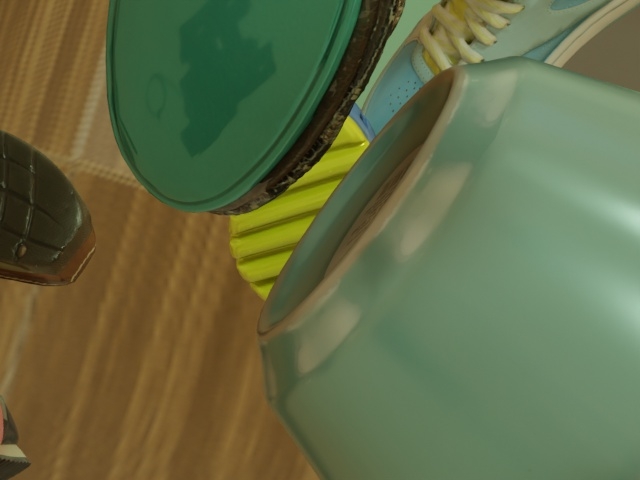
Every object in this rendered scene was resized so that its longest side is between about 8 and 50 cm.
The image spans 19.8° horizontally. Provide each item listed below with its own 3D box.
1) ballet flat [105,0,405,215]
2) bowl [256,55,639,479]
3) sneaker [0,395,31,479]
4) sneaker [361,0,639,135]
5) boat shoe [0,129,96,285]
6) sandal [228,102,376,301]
[{"bbox_3d":[0.003,-0.214,0.887,0.164,0.482,0.182,33,51,21],"label":"ballet flat"},{"bbox_3d":[0.082,0.025,0.960,0.163,0.311,0.311,36,79,-8],"label":"bowl"},{"bbox_3d":[-0.343,0.144,1.609,0.112,0.319,0.131,-24,75,-8],"label":"sneaker"},{"bbox_3d":[0.116,-0.187,1.366,0.319,0.208,0.127,-45,61,10],"label":"sneaker"},{"bbox_3d":[-0.334,-0.036,1.628,0.324,0.120,0.122,23,63,25],"label":"boat shoe"},{"bbox_3d":[0.000,0.000,1.405,0.126,0.138,0.317,-4,134,2],"label":"sandal"}]
